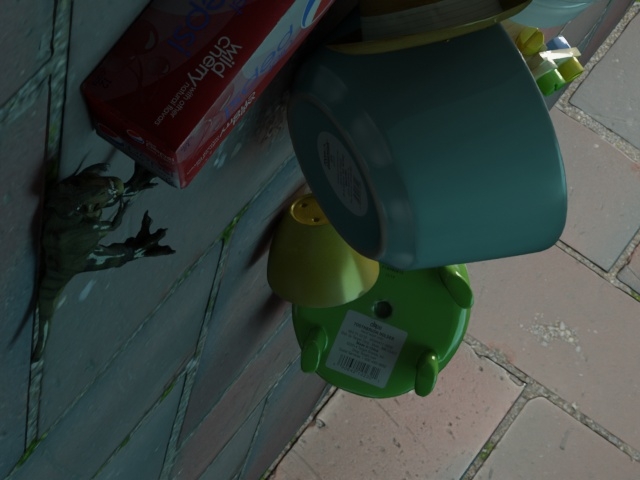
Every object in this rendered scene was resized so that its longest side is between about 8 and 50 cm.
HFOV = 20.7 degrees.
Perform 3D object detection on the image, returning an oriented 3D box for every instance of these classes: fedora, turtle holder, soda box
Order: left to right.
[{"bbox_3d":[-0.054,-0.167,1.245,0.263,0.083,0.092,-53,171,-14],"label":"soda box"},{"bbox_3d":[0.079,0.042,2.369,0.227,0.243,0.320,-81,163,-76],"label":"turtle holder"},{"bbox_3d":[0.087,-0.214,1.482,0.194,0.194,0.079,-38,118,-61],"label":"fedora"}]

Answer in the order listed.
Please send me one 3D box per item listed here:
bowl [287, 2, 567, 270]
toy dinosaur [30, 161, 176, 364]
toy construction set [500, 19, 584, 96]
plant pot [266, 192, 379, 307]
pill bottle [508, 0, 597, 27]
[{"bbox_3d":[0.081,-0.095,1.673,0.163,0.311,0.311,-27,162,-17],"label":"bowl"},{"bbox_3d":[-0.168,-0.004,1.327,0.118,0.064,0.268,-33,163,-29],"label":"toy dinosaur"},{"bbox_3d":[0.169,-0.203,1.932,0.215,0.151,0.328,-33,155,7],"label":"toy construction set"},{"bbox_3d":[0.000,0.000,2.055,0.134,0.134,0.095,-47,144,-42],"label":"plant pot"},{"bbox_3d":[0.246,-0.311,1.559,0.161,0.161,0.283,-50,-178,-27],"label":"pill bottle"}]
